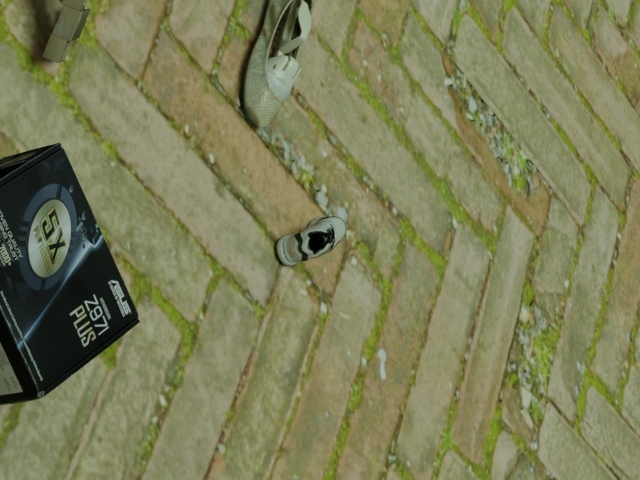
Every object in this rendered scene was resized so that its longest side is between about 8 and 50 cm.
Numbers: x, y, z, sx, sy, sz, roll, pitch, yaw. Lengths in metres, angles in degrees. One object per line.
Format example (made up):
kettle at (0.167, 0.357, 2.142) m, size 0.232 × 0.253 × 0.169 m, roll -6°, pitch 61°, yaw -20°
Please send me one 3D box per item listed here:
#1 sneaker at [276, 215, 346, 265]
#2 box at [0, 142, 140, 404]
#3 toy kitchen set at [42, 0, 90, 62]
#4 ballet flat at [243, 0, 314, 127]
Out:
sneaker at (0.000, 0.000, 1.959) m, size 0.109 × 0.043 × 0.040 m, roll -31°, pitch 104°, yaw -52°
box at (-0.258, 0.029, 1.596) m, size 0.147 × 0.077 × 0.180 m, roll -39°, pitch 112°, yaw -49°
toy kitchen set at (-0.254, -0.217, 1.706) m, size 0.068 × 0.075 × 0.083 m, roll -87°, pitch -160°, yaw -81°
ballet flat at (-0.042, -0.199, 1.945) m, size 0.057 × 0.052 × 0.168 m, roll 35°, pitch 56°, yaw -42°
